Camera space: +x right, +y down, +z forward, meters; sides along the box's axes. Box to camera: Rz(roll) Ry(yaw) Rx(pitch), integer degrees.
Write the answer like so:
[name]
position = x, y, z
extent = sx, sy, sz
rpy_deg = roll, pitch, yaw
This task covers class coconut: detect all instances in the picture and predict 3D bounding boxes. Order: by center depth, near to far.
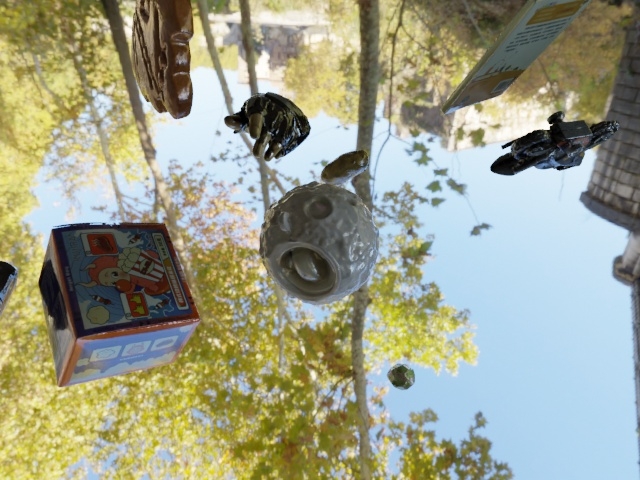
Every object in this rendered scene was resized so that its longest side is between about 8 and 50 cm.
[coconut]
position = 0.243, 0.411, 1.323
extent = 0.083, 0.082, 0.081
rpy_deg = 33, -136, 23

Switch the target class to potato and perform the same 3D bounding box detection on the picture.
[potato]
position = 0.038, -0.117, 0.701
extent = 0.083, 0.040, 0.051
rpy_deg = -25, 158, 14

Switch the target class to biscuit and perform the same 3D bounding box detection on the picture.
[biscuit]
position = -0.294, -0.342, 0.776
extent = 0.043, 0.284, 0.306
rpy_deg = -11, -173, -34

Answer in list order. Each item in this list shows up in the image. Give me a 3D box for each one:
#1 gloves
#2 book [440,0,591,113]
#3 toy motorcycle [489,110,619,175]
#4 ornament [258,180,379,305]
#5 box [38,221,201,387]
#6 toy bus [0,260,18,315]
[gloves]
position = -0.099, -0.224, 0.858
extent = 0.164, 0.124, 0.203
rpy_deg = 11, -162, -5
[book]
position = 0.398, -0.381, 0.904
extent = 0.207, 0.295, 0.020
rpy_deg = -22, -104, -26
[toy motorcycle]
position = 0.588, -0.231, 1.104
extent = 0.306, 0.173, 0.108
rpy_deg = -11, -110, -15
[ornament]
position = 0.000, 0.000, 1.227
extent = 0.336, 0.338, 0.337
rpy_deg = 3, -154, -1
[box]
position = -0.564, 0.162, 1.221
extent = 0.318, 0.257, 0.349
rpy_deg = -1, -130, -41
[toy bus]
position = -1.021, 0.180, 1.333
extent = 0.127, 0.147, 0.303
rpy_deg = 12, -156, -27
